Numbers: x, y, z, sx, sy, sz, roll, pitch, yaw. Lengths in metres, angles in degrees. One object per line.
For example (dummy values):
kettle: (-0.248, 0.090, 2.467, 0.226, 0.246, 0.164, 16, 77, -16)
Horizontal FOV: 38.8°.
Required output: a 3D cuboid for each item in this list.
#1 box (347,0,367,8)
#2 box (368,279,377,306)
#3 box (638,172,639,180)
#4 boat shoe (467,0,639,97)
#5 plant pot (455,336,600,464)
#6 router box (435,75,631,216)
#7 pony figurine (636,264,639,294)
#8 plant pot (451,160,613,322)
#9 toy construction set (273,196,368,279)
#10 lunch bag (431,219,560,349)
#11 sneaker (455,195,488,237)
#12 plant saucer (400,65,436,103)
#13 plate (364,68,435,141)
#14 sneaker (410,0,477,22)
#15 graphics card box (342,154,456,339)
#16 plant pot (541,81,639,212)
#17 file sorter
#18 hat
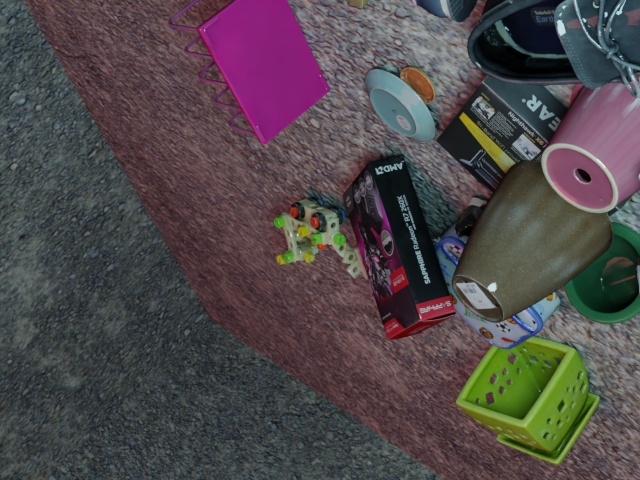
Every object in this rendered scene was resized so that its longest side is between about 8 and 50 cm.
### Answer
box: (0.016, -0.529, 1.625, 0.164, 0.021, 0.201, 38, 158, 23)
box: (0.178, 0.068, 2.228, 0.038, 0.145, 0.186, 32, 155, 30)
box: (0.558, -0.086, 1.201, 0.181, 0.182, 0.119, 18, 147, 51)
boat shoe: (0.394, -0.281, 1.197, 0.500, 0.156, 0.186, 12, 139, 53)
plant pot: (0.494, 0.372, 2.102, 0.207, 0.227, 0.228, 49, 159, -28)
router box: (0.371, -0.141, 1.585, 0.309, 0.081, 0.243, 44, 159, 4)
pony figurine: (0.622, 0.120, 1.303, 0.303, 0.351, 0.363, 26, 133, 6)
plant pot: (0.330, 0.021, 1.519, 0.215, 0.230, 0.215, 39, 158, 19)
toy construction set: (0.000, 0.000, 2.428, 0.328, 0.151, 0.214, 16, 120, 39)
lunch bag: (0.361, 0.090, 1.981, 0.303, 0.115, 0.243, 43, 156, 4)
sneaker: (0.369, 0.013, 1.831, 0.234, 0.106, 0.078, 38, 158, 20)
plant saucer: (0.188, -0.298, 1.734, 0.083, 0.013, 0.083, 37, 157, 19)
plate: (0.153, -0.263, 1.825, 0.188, 0.024, 0.188, 41, 163, 16)
sneaker: (0.149, -0.471, 1.361, 0.131, 0.112, 0.319, 27, 151, 34)
graphics card box: (0.167, 0.021, 2.020, 0.233, 0.094, 0.370, 131, 125, -70)
plant pot: (0.429, -0.145, 1.335, 0.201, 0.180, 0.201, 39, 158, 19)
file sorter: (-0.158, -0.395, 1.951, 0.182, 0.202, 0.290, 24, 150, 50)
hat: (0.566, 0.071, 1.682, 0.173, 0.184, 0.208, 9, 96, 42)
